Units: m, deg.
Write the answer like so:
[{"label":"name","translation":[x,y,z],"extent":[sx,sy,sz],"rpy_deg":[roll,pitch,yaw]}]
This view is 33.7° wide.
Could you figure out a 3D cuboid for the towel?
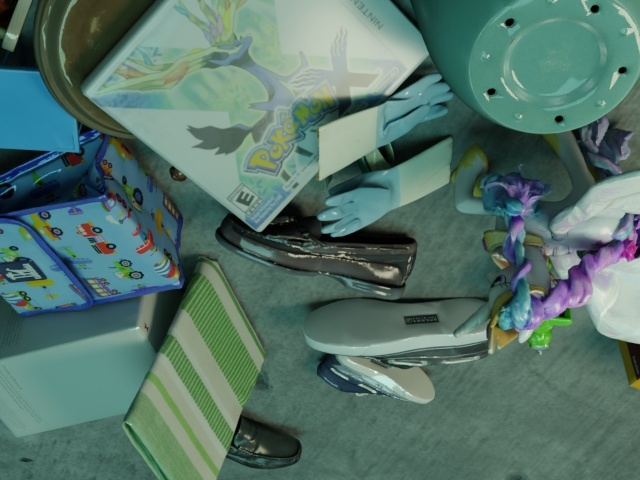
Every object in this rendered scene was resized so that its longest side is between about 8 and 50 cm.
[{"label":"towel","translation":[-0.179,0.212,1.557],"extent":[0.038,0.325,0.248],"rpy_deg":[-2,133,24]}]

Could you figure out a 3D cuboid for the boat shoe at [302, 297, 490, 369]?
[{"label":"boat shoe","translation":[0.123,0.155,1.652],"extent":[0.301,0.108,0.102],"rpy_deg":[-4,131,-5]}]

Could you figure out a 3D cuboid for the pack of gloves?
[{"label":"pack of gloves","translation":[0.077,-0.117,1.389],"extent":[0.232,0.046,0.195],"rpy_deg":[-27,136,-27]}]

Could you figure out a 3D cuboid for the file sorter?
[{"label":"file sorter","translation":[-0.388,-0.193,1.337],"extent":[0.170,0.104,0.118],"rpy_deg":[3,131,-3]}]

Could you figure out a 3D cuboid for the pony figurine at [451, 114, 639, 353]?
[{"label":"pony figurine","translation":[0.327,-0.016,1.315],"extent":[0.351,0.363,0.303],"rpy_deg":[-10,131,9]}]

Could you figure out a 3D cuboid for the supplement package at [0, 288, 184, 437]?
[{"label":"supplement package","translation":[-0.358,0.156,1.602],"extent":[0.293,0.177,0.175],"rpy_deg":[-14,130,14]}]

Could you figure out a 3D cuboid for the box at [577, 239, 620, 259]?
[{"label":"box","translation":[0.465,0.010,1.528],"extent":[0.147,0.077,0.180],"rpy_deg":[33,124,-26]}]

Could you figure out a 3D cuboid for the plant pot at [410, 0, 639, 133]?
[{"label":"plant pot","translation":[0.246,-0.260,1.184],"extent":[0.293,0.235,0.293],"rpy_deg":[0,131,0]}]

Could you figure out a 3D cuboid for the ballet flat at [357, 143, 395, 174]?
[{"label":"ballet flat","translation":[0.062,-0.138,1.427],"extent":[0.052,0.057,0.168],"rpy_deg":[-34,132,-6]}]

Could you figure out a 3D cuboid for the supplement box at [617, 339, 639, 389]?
[{"label":"supplement box","translation":[0.600,0.162,1.629],"extent":[0.194,0.129,0.191],"rpy_deg":[27,127,-22]}]

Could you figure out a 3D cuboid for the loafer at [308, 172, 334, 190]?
[{"label":"loafer","translation":[-0.005,-0.128,1.443],"extent":[0.045,0.039,0.125],"rpy_deg":[17,134,30]}]

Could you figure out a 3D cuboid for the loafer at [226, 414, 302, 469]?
[{"label":"loafer","translation":[-0.138,0.343,1.835],"extent":[0.223,0.076,0.078],"rpy_deg":[14,138,-7]}]

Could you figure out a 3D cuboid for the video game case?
[{"label":"video game case","translation":[-0.068,-0.210,1.277],"extent":[0.329,0.036,0.300],"rpy_deg":[-46,122,7]}]

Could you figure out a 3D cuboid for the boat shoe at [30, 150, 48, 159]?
[{"label":"boat shoe","translation":[-0.376,-0.096,1.464],"extent":[0.050,0.045,0.135],"rpy_deg":[-1,132,1]}]

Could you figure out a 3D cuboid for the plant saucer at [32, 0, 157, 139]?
[{"label":"plant saucer","translation":[-0.200,-0.242,1.262],"extent":[0.278,0.041,0.278],"rpy_deg":[-13,125,-20]}]

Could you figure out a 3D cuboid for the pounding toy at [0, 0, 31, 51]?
[{"label":"pounding toy","translation":[-0.387,-0.320,1.190],"extent":[0.155,0.154,0.269],"rpy_deg":[21,128,-17]}]

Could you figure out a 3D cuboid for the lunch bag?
[{"label":"lunch bag","translation":[-0.368,-0.005,1.457],"extent":[0.293,0.138,0.221],"rpy_deg":[-17,141,14]}]

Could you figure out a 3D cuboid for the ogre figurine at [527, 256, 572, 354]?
[{"label":"ogre figurine","translation":[0.322,0.079,1.566],"extent":[0.097,0.118,0.197],"rpy_deg":[11,130,-10]}]

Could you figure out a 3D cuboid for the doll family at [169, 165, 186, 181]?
[{"label":"doll family","translation":[-0.121,-0.097,1.447],"extent":[0.193,0.076,0.111],"rpy_deg":[39,126,-23]}]

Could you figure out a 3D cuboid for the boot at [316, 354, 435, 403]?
[{"label":"boot","translation":[0.091,0.228,1.745],"extent":[0.190,0.069,0.086],"rpy_deg":[30,133,-14]}]

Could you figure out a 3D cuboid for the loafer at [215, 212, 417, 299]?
[{"label":"loafer","translation":[0.000,0.000,1.525],"extent":[0.302,0.109,0.095],"rpy_deg":[17,111,-22]}]
